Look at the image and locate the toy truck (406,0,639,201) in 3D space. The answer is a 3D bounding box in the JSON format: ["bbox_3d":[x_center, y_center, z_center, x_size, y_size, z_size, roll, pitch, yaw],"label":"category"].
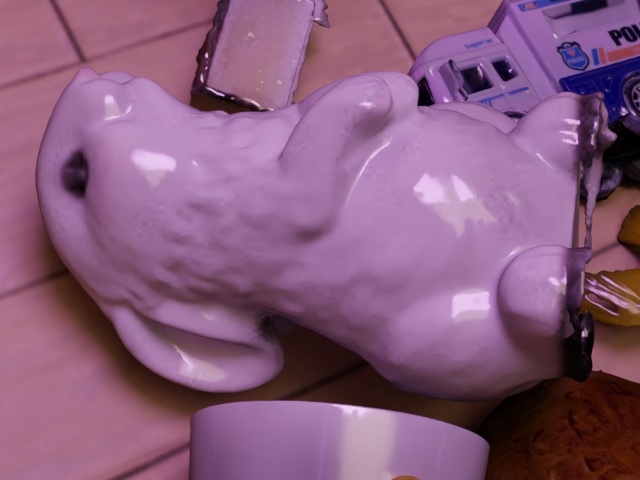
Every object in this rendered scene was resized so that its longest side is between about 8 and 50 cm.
[{"bbox_3d":[0.174,-0.111,1.041,0.268,0.124,0.155,-17,67,-27],"label":"toy truck"}]

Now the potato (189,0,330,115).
[{"bbox_3d":[-0.047,-0.135,1.006,0.086,0.061,0.122,20,61,-10],"label":"potato"}]

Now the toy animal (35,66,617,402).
[{"bbox_3d":[0.000,0.000,0.865,0.357,0.258,0.194,4,45,12],"label":"toy animal"}]

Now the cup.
[{"bbox_3d":[0.022,0.220,0.828,0.241,0.185,0.226,24,64,-39],"label":"cup"}]

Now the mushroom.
[{"bbox_3d":[0.210,0.171,0.901,0.194,0.138,0.231,-30,59,-28],"label":"mushroom"}]

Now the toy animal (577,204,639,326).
[{"bbox_3d":[0.288,0.029,1.029,0.219,0.095,0.155,-37,82,10],"label":"toy animal"}]
